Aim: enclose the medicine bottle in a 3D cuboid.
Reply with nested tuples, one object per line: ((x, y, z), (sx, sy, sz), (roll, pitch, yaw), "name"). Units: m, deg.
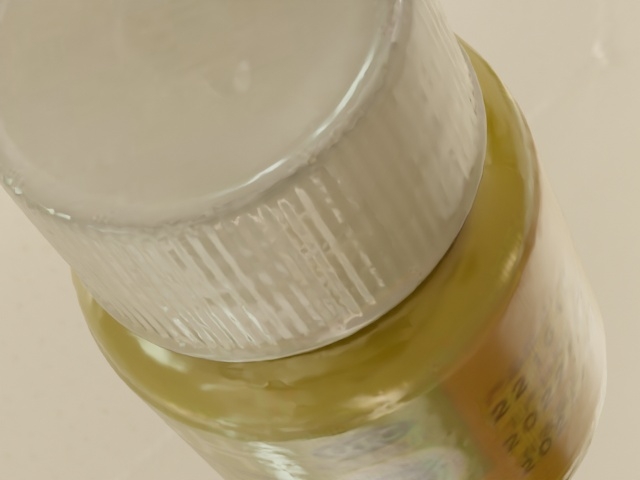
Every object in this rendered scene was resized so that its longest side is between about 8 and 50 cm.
((0.000, 0.000, 0.857), (0.224, 0.224, 0.384), (-61, -27, -17), "medicine bottle")
